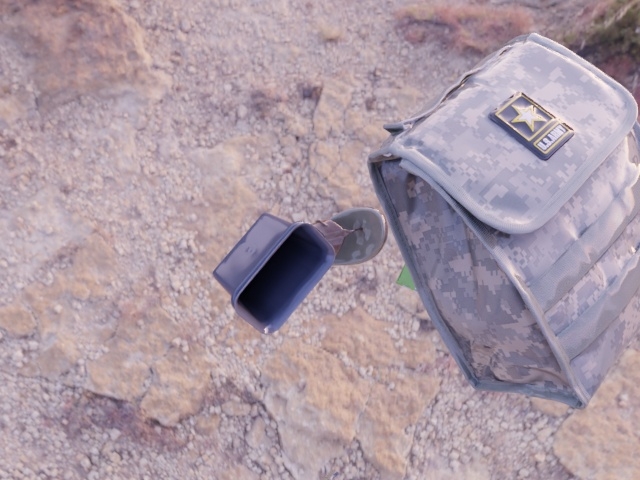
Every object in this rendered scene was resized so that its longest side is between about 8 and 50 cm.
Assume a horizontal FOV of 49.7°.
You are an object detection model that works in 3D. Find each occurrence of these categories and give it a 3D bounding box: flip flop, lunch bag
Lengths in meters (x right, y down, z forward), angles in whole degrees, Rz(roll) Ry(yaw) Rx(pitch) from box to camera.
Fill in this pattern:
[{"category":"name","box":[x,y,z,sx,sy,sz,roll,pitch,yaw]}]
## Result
[{"category":"flip flop","box":[0.000,0.000,1.349,0.277,0.080,0.112,-6,94,23]},{"category":"lunch bag","box":[0.197,-0.033,0.657,0.235,0.169,0.287,-40,107,-28]}]

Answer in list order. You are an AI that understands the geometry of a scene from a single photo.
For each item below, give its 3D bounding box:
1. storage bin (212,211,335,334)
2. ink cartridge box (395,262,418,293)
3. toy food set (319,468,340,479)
[{"category":"storage bin","box":[-0.061,0.034,0.850,0.135,0.098,0.091,-50,41,-7]},{"category":"ink cartridge box","box":[0.283,0.095,1.185,0.255,0.189,0.097,26,90,27]},{"category":"toy food set","box":[-0.005,0.383,0.975,0.122,0.078,0.019,-41,107,-16]}]
